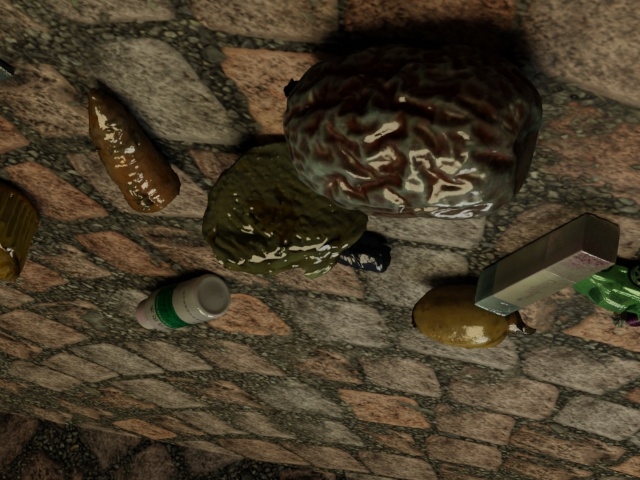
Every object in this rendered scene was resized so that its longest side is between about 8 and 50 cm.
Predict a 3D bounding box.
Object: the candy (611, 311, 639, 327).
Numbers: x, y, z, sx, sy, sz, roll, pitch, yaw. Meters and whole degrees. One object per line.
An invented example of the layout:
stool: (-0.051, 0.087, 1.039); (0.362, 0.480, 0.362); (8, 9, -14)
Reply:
candy: (0.554, 0.122, 1.911); (0.043, 0.045, 0.175); (34, 151, -27)

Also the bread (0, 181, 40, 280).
bread: (-0.664, -0.032, 2.155); (0.253, 0.142, 0.227); (16, 158, 3)

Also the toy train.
toy train: (0.472, 0.078, 1.814); (0.149, 0.081, 0.099); (15, 158, -2)

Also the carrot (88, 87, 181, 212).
carrot: (-0.301, -0.147, 1.768); (0.102, 0.102, 0.263); (6, 150, 19)

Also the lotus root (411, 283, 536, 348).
lotus root: (0.268, 0.135, 2.021); (0.221, 0.118, 0.125); (0, -175, 24)

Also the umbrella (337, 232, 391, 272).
umbrella: (0.001, -0.001, 1.949); (0.248, 0.071, 0.071); (16, 157, 6)

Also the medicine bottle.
medicine bottle: (-0.290, 0.133, 2.367); (0.095, 0.095, 0.260); (28, 154, -29)

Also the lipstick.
lipstick: (0.354, 0.044, 1.823); (0.066, 0.068, 0.317); (22, 155, -15)

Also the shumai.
shumai: (-0.041, -0.043, 1.775); (0.256, 0.189, 0.218); (-10, 168, 15)

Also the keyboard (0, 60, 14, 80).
keyboard: (-0.536, -0.251, 1.741); (0.176, 0.014, 0.055); (-8, 147, 41)

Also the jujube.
jujube: (0.107, -0.133, 1.404); (0.317, 0.226, 0.226); (8, 156, 28)
